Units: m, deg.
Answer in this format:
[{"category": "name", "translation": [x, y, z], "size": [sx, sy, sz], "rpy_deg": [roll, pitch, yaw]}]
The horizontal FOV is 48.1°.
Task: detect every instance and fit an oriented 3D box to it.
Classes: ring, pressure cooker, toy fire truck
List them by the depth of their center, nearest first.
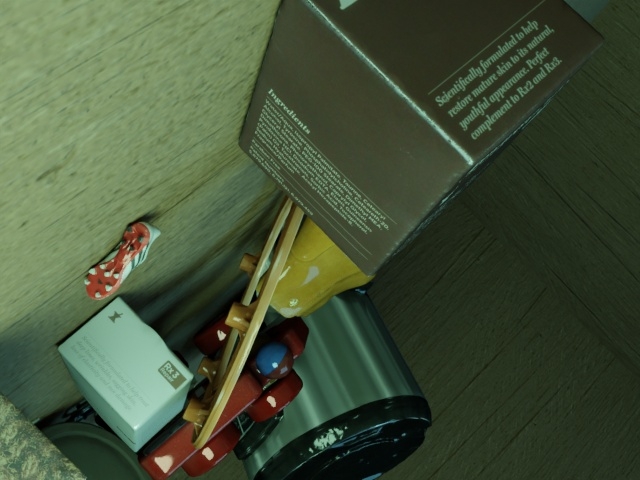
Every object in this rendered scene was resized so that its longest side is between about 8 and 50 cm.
[{"category": "ring", "translation": [-0.075, 0.049, 0.748], "size": [0.336, 0.032, 0.337], "rpy_deg": [-157, -90, -84]}, {"category": "toy fire truck", "translation": [-0.132, 0.212, 1.024], "size": [0.302, 0.169, 0.254], "rpy_deg": [-38, -174, -19]}, {"category": "pressure cooker", "translation": [-0.027, 0.263, 1.407], "size": [0.369, 0.420, 0.375], "rpy_deg": [-23, 148, -6]}]

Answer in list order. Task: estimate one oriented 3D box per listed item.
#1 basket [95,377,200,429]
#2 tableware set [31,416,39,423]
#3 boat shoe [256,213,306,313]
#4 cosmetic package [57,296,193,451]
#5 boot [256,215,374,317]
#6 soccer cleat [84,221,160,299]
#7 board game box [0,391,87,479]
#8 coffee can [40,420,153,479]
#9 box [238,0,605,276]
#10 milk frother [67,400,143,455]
[{"category": "basket", "translation": [-0.286, 0.283, 1.202], "size": [0.167, 0.103, 0.113], "rpy_deg": [-41, 173, -28]}, {"category": "tableware set", "translation": [-0.388, 0.257, 0.794], "size": [0.141, 0.020, 0.169], "rpy_deg": [-37, 170, -46]}, {"category": "boat shoe", "translation": [-0.045, 0.022, 1.079], "size": [0.096, 0.098, 0.277], "rpy_deg": [-35, 160, -49]}, {"category": "cosmetic package", "translation": [-0.214, 0.158, 0.799], "size": [0.085, 0.117, 0.231], "rpy_deg": [-43, 172, -23]}, {"category": "boot", "translation": [0.000, 0.000, 0.916], "size": [0.211, 0.104, 0.295], "rpy_deg": [-37, 148, 1]}, {"category": "soccer cleat", "translation": [-0.165, 0.018, 0.601], "size": [0.083, 0.029, 0.035], "rpy_deg": [-50, 168, 15]}, {"category": "board game box", "translation": [-0.316, 0.268, 0.520], "size": [0.232, 0.141, 0.291], "rpy_deg": [-37, 158, -44]}, {"category": "coffee can", "translation": [-0.368, 0.393, 0.914], "size": [0.275, 0.201, 0.201], "rpy_deg": [-43, 174, 20]}, {"category": "box", "translation": [0.063, -0.110, 0.556], "size": [0.168, 0.167, 0.203], "rpy_deg": [-40, 172, -27]}, {"category": "milk frother", "translation": [-0.311, 0.304, 1.026], "size": [0.129, 0.134, 0.143], "rpy_deg": [-56, -178, -29]}]
